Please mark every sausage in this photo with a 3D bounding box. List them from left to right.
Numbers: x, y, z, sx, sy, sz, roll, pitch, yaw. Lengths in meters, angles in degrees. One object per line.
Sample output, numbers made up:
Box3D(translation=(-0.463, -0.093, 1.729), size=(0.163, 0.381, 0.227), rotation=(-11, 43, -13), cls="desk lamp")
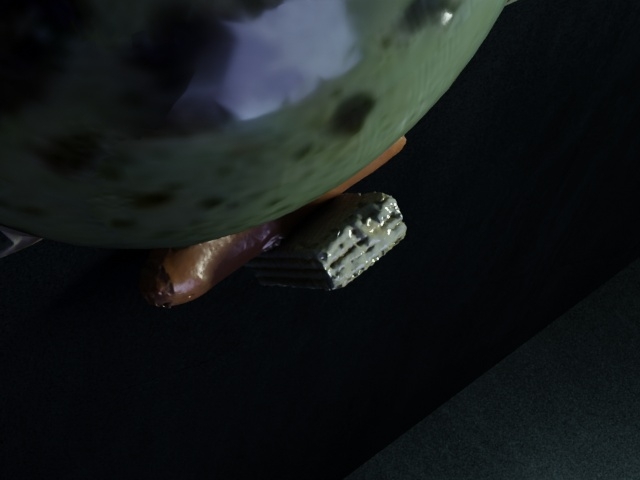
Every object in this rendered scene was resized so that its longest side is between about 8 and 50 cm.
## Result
Box3D(translation=(-0.053, -0.035, 1.766), size=(0.327, 0.079, 0.087), rotation=(-36, -178, -19), cls="sausage")

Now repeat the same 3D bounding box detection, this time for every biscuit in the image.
Box3D(translation=(0.000, 0.000, 1.823), size=(0.108, 0.061, 0.239), rotation=(-38, -166, -18), cls="biscuit")

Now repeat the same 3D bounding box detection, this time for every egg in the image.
Box3D(translation=(-0.066, -0.187, 0.929), size=(0.428, 0.345, 0.345), rotation=(-42, 164, -20), cls="egg")

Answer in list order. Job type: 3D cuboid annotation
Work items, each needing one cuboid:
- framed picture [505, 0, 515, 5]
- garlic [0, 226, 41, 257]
Box3D(translation=(0.342, -0.356, 1.795), size=(0.232, 0.024, 0.315), rotation=(-29, 173, -44), cls="framed picture")
Box3D(translation=(-0.208, -0.044, 1.401), size=(0.266, 0.149, 0.128), rotation=(95, 10, -60), cls="garlic")
